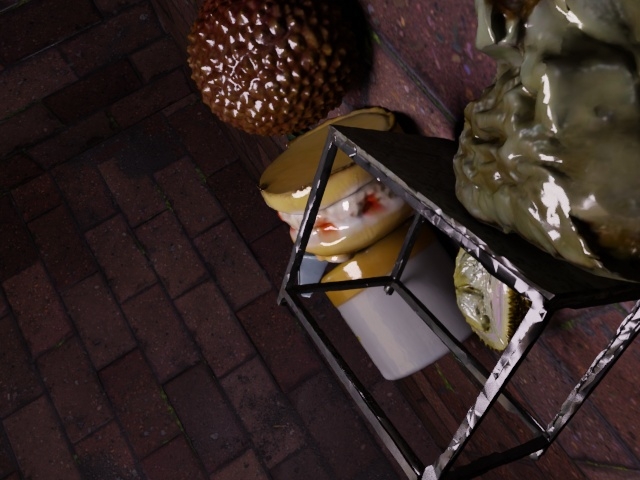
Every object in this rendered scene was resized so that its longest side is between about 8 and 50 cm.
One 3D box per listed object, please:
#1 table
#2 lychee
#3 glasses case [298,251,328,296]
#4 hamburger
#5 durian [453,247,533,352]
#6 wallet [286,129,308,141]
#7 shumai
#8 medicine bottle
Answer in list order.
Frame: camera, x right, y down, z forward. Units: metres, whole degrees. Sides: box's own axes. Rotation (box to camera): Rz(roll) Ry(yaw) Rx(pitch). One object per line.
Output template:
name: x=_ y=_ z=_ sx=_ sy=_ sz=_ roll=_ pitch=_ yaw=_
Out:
table: x=0.140 y=0.061 z=0.593 sx=0.335 sy=0.222 sz=0.272 roll=49 pitch=130 yaw=44
lychee: x=-0.071 y=-0.297 z=0.781 sx=0.267 sy=0.267 sz=0.267 roll=55 pitch=170 yaw=15
glasses case: x=0.000 y=0.000 z=1.024 sx=0.056 sy=0.105 sz=0.266 roll=26 pitch=-151 yaw=-2
hamburger: x=0.030 y=-0.088 z=0.868 sx=0.302 sy=0.261 sz=0.186 roll=10 pitch=136 yaw=49
durian: x=0.257 y=0.044 z=0.709 sx=0.146 sy=0.102 sz=0.208 roll=-136 pitch=40 yaw=-56
wallet: x=-0.004 y=-0.211 z=1.315 sx=0.236 sy=0.055 sz=0.160 roll=46 pitch=171 yaw=49
shumai: x=0.206 y=-0.098 z=0.364 sx=0.256 sy=0.189 sz=0.218 roll=-129 pitch=31 yaw=-72
medicine bottle: x=0.155 y=0.106 z=0.941 sx=0.232 sy=0.238 sz=0.238 roll=56 pitch=170 yaw=5
